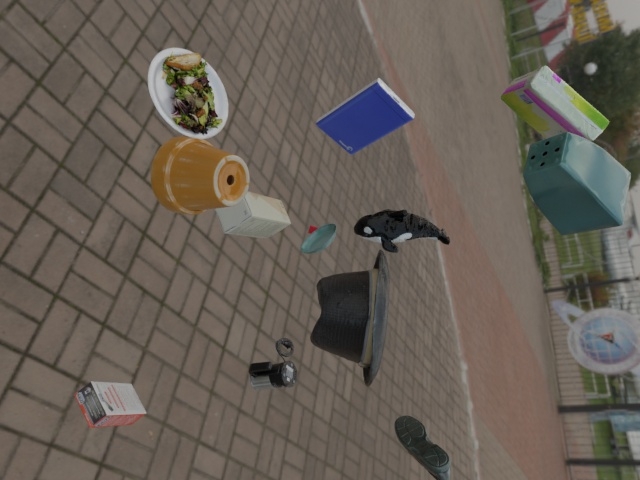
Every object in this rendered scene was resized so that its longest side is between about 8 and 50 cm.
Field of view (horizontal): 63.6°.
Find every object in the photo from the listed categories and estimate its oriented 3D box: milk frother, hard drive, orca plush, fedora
[{"bbox_3d":[-0.153,0.405,1.686,0.129,0.135,0.143,59,33,-25],"label":"milk frother"},{"bbox_3d":[0.167,-0.464,1.974,0.210,0.319,0.040,35,50,-30],"label":"hard drive"},{"bbox_3d":[0.250,-0.042,1.545,0.102,0.287,0.151,98,11,-58],"label":"orca plush"},{"bbox_3d":[0.060,0.164,1.154,0.334,0.152,0.334,7,90,-88],"label":"fedora"}]

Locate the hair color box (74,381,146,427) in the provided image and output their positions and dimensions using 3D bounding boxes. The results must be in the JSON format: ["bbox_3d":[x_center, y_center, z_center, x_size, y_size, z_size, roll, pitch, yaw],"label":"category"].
[{"bbox_3d":[-0.500,0.393,1.239,0.093,0.053,0.167,52,-1,22],"label":"hair color box"}]

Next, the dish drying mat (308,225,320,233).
[{"bbox_3d":[-0.005,-0.032,2.020,0.008,0.083,0.032,13,95,-77],"label":"dish drying mat"}]

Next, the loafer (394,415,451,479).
[{"bbox_3d":[0.308,0.643,1.585,0.267,0.096,0.084,-145,-142,-67],"label":"loafer"}]

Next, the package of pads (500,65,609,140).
[{"bbox_3d":[0.782,-0.445,1.750,0.296,0.101,0.229,38,1,-8],"label":"package of pads"}]

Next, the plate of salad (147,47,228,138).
[{"bbox_3d":[-0.270,-0.315,1.094,0.200,0.048,0.200,16,68,-46],"label":"plate of salad"}]

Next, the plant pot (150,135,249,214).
[{"bbox_3d":[-0.293,-0.160,1.326,0.205,0.188,0.205,-21,116,-52],"label":"plant pot"}]

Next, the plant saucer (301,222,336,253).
[{"bbox_3d":[0.000,0.000,1.419,0.021,0.119,0.119,53,36,-22],"label":"plant saucer"}]

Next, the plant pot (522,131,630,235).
[{"bbox_3d":[0.632,-0.152,1.306,0.234,0.165,0.165,33,65,-25],"label":"plant pot"}]

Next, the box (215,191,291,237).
[{"bbox_3d":[-0.264,-0.098,2.054,0.121,0.148,0.311,66,19,14],"label":"box"}]
